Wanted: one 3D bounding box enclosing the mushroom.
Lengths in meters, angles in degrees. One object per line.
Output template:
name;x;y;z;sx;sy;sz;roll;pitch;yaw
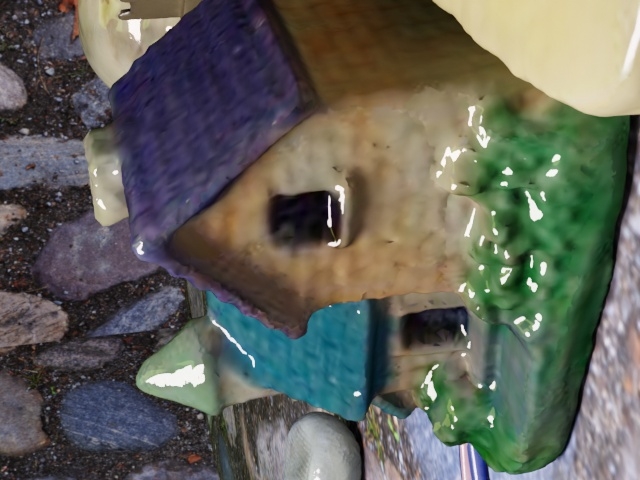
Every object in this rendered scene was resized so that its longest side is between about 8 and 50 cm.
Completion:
mushroom;-0.138;-0.308;1.346;0.336;0.314;0.314;-63;12;-3

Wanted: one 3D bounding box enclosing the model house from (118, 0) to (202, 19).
model house;-0.045;-0.195;0.886;0.211;0.243;0.204;116;147;-68

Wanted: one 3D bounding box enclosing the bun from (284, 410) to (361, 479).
bun;0.007;0.271;1.266;0.141;0.083;0.141;-177;90;-72

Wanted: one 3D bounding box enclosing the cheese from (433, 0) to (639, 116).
cheese;0.100;-0.237;0.516;0.384;0.104;0.384;174;90;-79

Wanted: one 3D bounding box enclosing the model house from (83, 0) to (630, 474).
model house;0.000;0.000;0.678;0.245;0.280;0.312;-111;18;-51

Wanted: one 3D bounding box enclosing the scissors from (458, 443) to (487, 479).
scissors;0.118;0.163;0.841;0.039;0.012;0.113;155;109;-77
